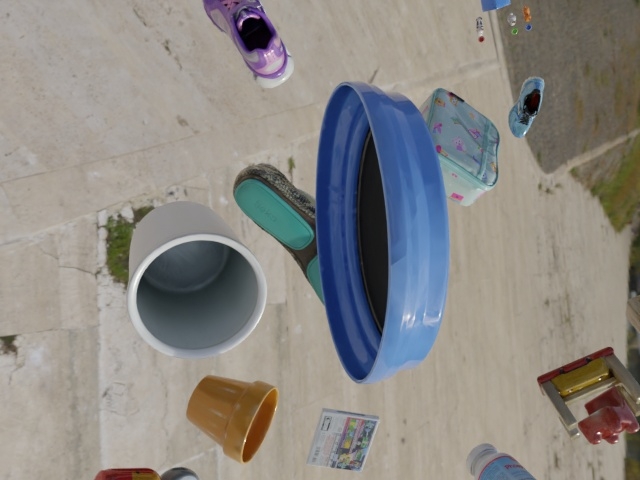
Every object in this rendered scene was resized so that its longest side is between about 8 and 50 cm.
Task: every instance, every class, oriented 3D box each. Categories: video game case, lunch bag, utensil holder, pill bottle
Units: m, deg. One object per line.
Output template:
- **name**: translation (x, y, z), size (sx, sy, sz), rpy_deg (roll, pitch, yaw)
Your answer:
- **video game case**: translation (0.067, 0.613, 1.579), size (0.023, 0.184, 0.201), rpy_deg (-112, -144, -70)
- **lunch bag**: translation (0.323, -0.227, 1.227), size (0.224, 0.108, 0.279), rpy_deg (30, 49, -9)
- **utensil holder**: translation (-0.351, 0.084, 1.386), size (0.328, 0.385, 0.327), rpy_deg (-7, 109, -20)
- **pill bottle**: translation (0.318, 0.419, 0.869), size (0.087, 0.160, 0.087), rpy_deg (-5, 106, -18)

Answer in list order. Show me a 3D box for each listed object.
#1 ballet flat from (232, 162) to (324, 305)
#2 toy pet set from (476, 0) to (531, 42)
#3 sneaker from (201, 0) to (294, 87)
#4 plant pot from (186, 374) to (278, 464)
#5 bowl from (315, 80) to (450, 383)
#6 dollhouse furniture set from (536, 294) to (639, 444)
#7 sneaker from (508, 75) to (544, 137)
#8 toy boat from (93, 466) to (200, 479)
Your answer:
- **ballet flat**: translation (0.000, 0.000, 1.218), size (0.483, 0.164, 0.182), rpy_deg (48, 32, -5)
- **toy pet set**: translation (0.416, -0.521, 1.182), size (0.065, 0.122, 0.114), rpy_deg (-61, 137, -58)
- **sneaker**: translation (-0.134, -0.384, 0.894), size (0.236, 0.095, 0.104), rpy_deg (55, 3, 9)
- **plant pot**: translation (-0.238, 0.448, 1.350), size (0.205, 0.188, 0.205), rpy_deg (18, 90, -75)
- **bowl**: translation (0.065, -0.012, 0.694), size (0.391, 0.077, 0.391), rpy_deg (176, -90, -79)
- **dollhouse furniture set**: translation (0.480, 0.140, 0.702), size (0.201, 0.374, 0.152), rpy_deg (51, 16, -47)
- **sneaker**: translation (0.516, -0.327, 1.300), size (0.162, 0.063, 0.073), rpy_deg (90, 13, -45)
- **toy boat**: translation (-0.300, 0.442, 0.720), size (0.148, 0.267, 0.318), rpy_deg (26, 104, -38)
